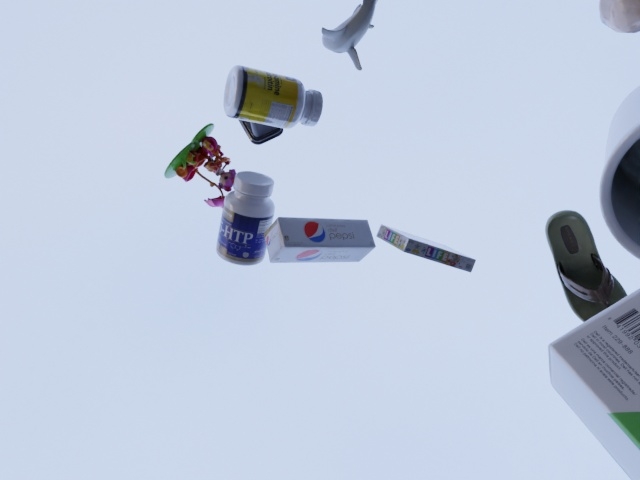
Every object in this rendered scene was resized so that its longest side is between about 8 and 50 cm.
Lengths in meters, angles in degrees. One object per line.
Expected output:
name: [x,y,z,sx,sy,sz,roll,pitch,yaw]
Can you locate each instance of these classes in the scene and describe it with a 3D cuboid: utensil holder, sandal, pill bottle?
utensil holder: [0.743,-0.161,1.144,0.327,0.328,0.385,54,-144,-6]
sandal: [0.588,0.077,1.281,0.120,0.086,0.302,-28,-89,22]
pill bottle: [-0.093,-0.280,1.143,0.184,0.103,0.103,6,-92,-25]
pill bottle: [-0.159,-0.050,1.247,0.112,0.112,0.186,9,-66,-12]

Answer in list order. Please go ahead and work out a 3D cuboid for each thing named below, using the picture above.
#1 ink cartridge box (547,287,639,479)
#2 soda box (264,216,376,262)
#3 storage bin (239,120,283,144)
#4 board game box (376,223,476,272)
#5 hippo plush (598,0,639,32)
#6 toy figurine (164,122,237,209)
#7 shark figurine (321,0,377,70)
ink cartridge box: [0.444,0.144,0.640,0.289,0.211,0.121,-30,-43,-2]
soda box: [0.000,0.000,1.166,0.216,0.074,0.069,0,-118,-31]
storage bin: [-0.146,-0.310,1.342,0.098,0.091,0.135,-26,-114,-8]
board game box: [0.192,0.014,1.049,0.154,0.103,0.026,16,-82,-26]
hippo plush: [0.512,-0.324,0.826,0.235,0.236,0.294,-1,-124,23]
toy figurine: [-0.241,-0.151,1.305,0.159,0.130,0.173,44,-64,-1]
shark figurine: [0.060,-0.500,1.290,0.116,0.278,0.166,-5,-114,-28]
